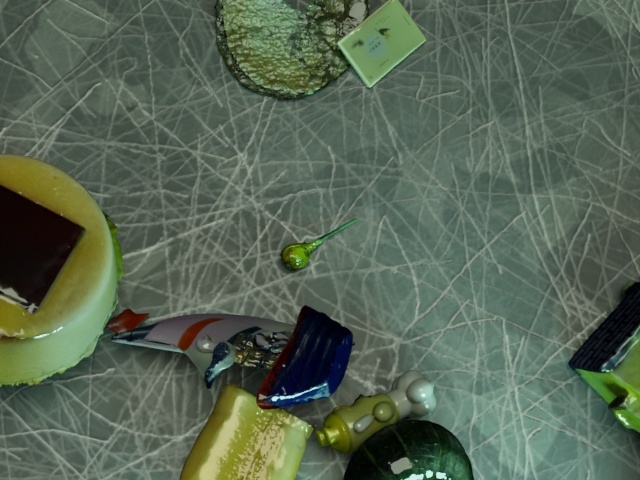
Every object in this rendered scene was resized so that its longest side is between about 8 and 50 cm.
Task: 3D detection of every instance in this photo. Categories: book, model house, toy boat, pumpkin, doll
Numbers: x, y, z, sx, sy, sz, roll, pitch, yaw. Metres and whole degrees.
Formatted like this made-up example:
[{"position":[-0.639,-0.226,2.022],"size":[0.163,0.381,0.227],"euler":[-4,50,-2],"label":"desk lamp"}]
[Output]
[{"position":[0.084,-0.273,2.025],"size":[0.111,0.014,0.077],"euler":[-41,104,-15],"label":"book"},{"position":[0.439,0.159,1.893],"size":[0.194,0.170,0.211],"euler":[-46,53,-9],"label":"model house"},{"position":[-0.097,0.127,1.854],"size":[0.318,0.072,0.219],"euler":[17,30,35],"label":"toy boat"},{"position":[0.107,0.300,1.795],"size":[0.167,0.167,0.125],"euler":[-27,48,-12],"label":"pumpkin"},{"position":[0.073,0.214,1.844],"size":[0.162,0.106,0.062],"euler":[-24,86,-18],"label":"doll"}]

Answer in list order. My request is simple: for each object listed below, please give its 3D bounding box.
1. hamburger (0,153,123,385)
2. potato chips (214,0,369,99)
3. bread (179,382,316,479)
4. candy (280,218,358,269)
[{"position":[-0.385,0.038,1.807],"size":[0.301,0.170,0.302],"euler":[7,63,-13],"label":"hamburger"},{"position":[-0.035,-0.295,2.034],"size":[0.219,0.029,0.202],"euler":[-20,76,-8],"label":"potato chips"},{"position":[-0.093,0.270,1.821],"size":[0.134,0.085,0.173],"euler":[29,71,-4],"label":"bread"},{"position":[0.000,0.000,1.946],"size":[0.123,0.035,0.035],"euler":[-32,88,-22],"label":"candy"}]
